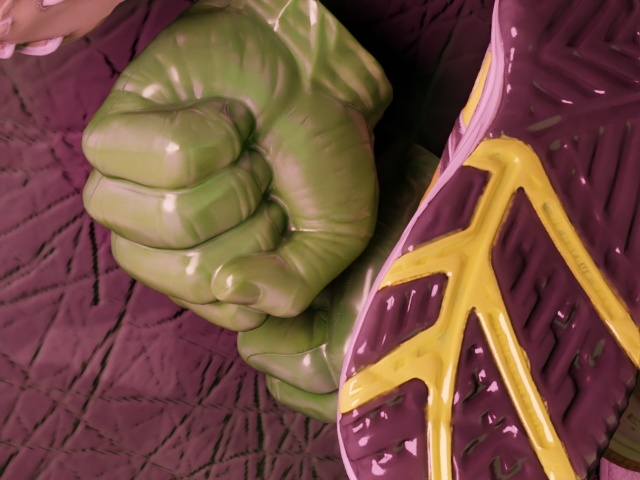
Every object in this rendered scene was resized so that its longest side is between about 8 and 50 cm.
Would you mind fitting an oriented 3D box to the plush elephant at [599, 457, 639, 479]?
[{"bbox_3d":[0.312,0.083,1.003,0.272,0.255,0.330,-32,128,-23],"label":"plush elephant"}]

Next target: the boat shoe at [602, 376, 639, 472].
[{"bbox_3d":[0.215,-0.015,0.863,0.285,0.104,0.089,-63,-179,-27],"label":"boat shoe"}]

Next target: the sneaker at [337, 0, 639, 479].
[{"bbox_3d":[0.114,-0.041,0.775,0.385,0.145,0.147,-56,178,-15],"label":"sneaker"}]

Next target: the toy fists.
[{"bbox_3d":[0.000,0.000,0.820,0.142,0.096,0.279,-51,135,-6],"label":"toy fists"}]

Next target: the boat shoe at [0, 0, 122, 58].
[{"bbox_3d":[-0.108,-0.119,0.667,0.302,0.109,0.094,-28,129,-29],"label":"boat shoe"}]
